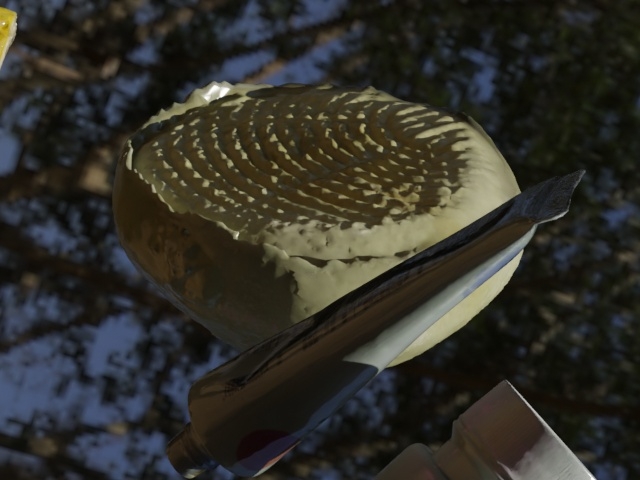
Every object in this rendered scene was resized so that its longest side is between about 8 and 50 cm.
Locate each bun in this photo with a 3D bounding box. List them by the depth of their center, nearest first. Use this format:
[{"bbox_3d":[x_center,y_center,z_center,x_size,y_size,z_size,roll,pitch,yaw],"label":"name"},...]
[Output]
[{"bbox_3d":[-0.004,0.003,1.585,0.364,0.364,0.202,-120,-150,-58],"label":"bun"}]

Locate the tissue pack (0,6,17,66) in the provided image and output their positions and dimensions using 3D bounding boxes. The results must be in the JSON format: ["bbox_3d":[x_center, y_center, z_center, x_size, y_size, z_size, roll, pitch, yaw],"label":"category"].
[{"bbox_3d":[-0.503,-0.117,1.606,0.228,0.382,0.293,158,-51,-76],"label":"tissue pack"}]

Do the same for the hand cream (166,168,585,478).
[{"bbox_3d":[0.032,0.062,1.167,0.341,0.078,0.124,-34,-177,21],"label":"hand cream"}]

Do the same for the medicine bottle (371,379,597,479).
[{"bbox_3d":[0.039,0.221,1.086,0.296,0.111,0.161,-44,-161,1],"label":"medicine bottle"}]
